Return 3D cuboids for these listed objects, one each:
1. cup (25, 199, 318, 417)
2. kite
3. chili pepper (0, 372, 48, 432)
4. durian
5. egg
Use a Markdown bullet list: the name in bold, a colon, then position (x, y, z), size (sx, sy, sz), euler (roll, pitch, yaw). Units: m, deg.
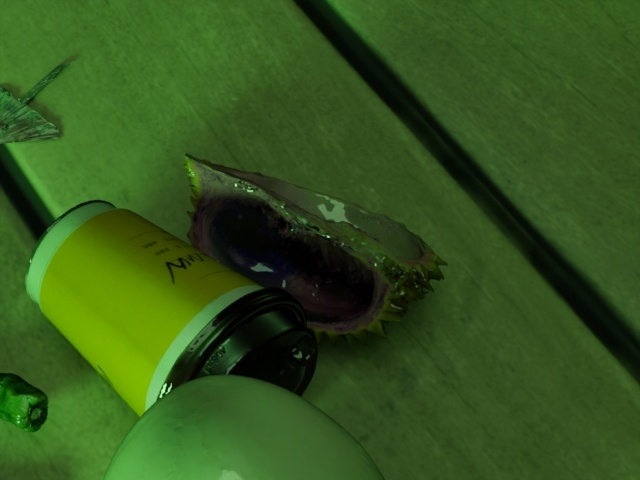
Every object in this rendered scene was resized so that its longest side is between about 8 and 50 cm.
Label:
- **cup**: position (-0.153, 0.084, 1.225), size (0.280, 0.196, 0.196), euler (34, 65, 25)
- **kite**: position (-0.350, -0.159, 1.456), size (0.139, 0.011, 0.156), euler (37, 67, 15)
- **chili pepper**: position (-0.356, 0.146, 1.243), size (0.182, 0.073, 0.050), euler (14, 84, 1)
- **durian**: position (0.002, 0.008, 1.299), size (0.260, 0.153, 0.186), euler (37, 44, 25)
- **egg**: position (-0.059, 0.278, 1.028), size (0.283, 0.345, 0.283), euler (-5, 17, 2)
